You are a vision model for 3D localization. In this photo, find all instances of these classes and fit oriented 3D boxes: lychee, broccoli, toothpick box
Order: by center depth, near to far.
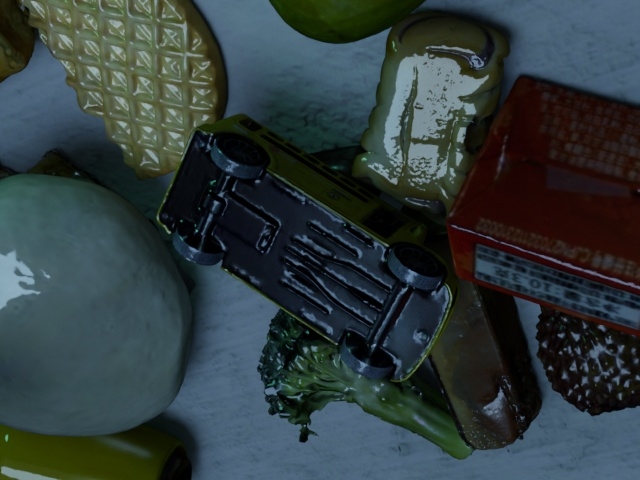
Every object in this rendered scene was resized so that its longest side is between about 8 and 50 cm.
[{"bbox_3d":[0.318,0.092,1.597,0.188,0.188,0.188,12,128,17],"label":"lychee"},{"bbox_3d":[0.067,0.177,1.820,0.304,0.145,0.165,30,121,-12],"label":"broccoli"},{"bbox_3d":[-0.320,0.314,2.055,0.271,0.175,0.175,13,128,13],"label":"toothpick box"}]

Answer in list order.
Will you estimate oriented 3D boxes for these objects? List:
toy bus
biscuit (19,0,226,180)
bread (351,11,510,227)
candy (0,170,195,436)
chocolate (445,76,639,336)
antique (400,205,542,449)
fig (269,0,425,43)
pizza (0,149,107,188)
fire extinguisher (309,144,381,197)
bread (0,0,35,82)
[{"bbox_3d":[0.000,0.000,1.592,0.331,0.151,0.145,33,118,11],"label":"toy bus"},{"bbox_3d":[-0.215,-0.213,1.709,0.205,0.040,0.309,-15,116,32],"label":"biscuit"},{"bbox_3d":[0.117,-0.128,1.573,0.134,0.081,0.225,18,117,7],"label":"bread"},{"bbox_3d":[-0.341,0.110,1.850,0.386,0.186,0.427,-17,137,19],"label":"candy"},{"bbox_3d":[0.266,-0.032,1.498,0.237,0.234,0.108,18,140,12],"label":"chocolate"},{"bbox_3d":[0.173,0.101,1.727,0.093,0.087,0.310,-8,119,28],"label":"antique"},{"bbox_3d":[0.052,-0.338,1.414,0.233,0.233,0.314,39,103,-5],"label":"fig"},{"bbox_3d":[-0.391,-0.033,1.892,0.306,0.085,0.161,5,125,20],"label":"pizza"},{"bbox_3d":[-0.013,-0.074,1.701,0.268,0.072,0.089,-8,82,29],"label":"fire extinguisher"},{"bbox_3d":[-0.476,-0.226,1.763,0.294,0.132,0.166,-16,109,35],"label":"bread"}]
